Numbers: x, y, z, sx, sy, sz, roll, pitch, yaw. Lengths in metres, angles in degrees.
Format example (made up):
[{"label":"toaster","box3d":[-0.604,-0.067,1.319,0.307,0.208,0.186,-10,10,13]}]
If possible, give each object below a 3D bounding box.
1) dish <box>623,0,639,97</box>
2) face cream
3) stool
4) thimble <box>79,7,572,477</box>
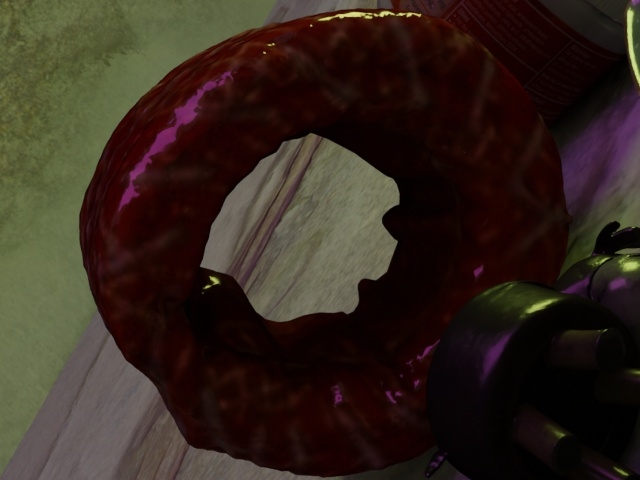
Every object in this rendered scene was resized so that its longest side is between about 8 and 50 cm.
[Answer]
[{"label":"dish","box3d":[0.324,-0.191,1.032,0.234,0.064,0.154,-45,22,32]},{"label":"face cream","box3d":[0.179,-0.214,1.283,0.187,0.201,0.201,-45,16,28]},{"label":"stool","box3d":[0.154,0.075,0.852,0.217,0.125,0.121,-39,25,-26]},{"label":"thimble","box3d":[0.000,0.000,1.082,0.350,0.350,0.230,-53,16,-1]}]
